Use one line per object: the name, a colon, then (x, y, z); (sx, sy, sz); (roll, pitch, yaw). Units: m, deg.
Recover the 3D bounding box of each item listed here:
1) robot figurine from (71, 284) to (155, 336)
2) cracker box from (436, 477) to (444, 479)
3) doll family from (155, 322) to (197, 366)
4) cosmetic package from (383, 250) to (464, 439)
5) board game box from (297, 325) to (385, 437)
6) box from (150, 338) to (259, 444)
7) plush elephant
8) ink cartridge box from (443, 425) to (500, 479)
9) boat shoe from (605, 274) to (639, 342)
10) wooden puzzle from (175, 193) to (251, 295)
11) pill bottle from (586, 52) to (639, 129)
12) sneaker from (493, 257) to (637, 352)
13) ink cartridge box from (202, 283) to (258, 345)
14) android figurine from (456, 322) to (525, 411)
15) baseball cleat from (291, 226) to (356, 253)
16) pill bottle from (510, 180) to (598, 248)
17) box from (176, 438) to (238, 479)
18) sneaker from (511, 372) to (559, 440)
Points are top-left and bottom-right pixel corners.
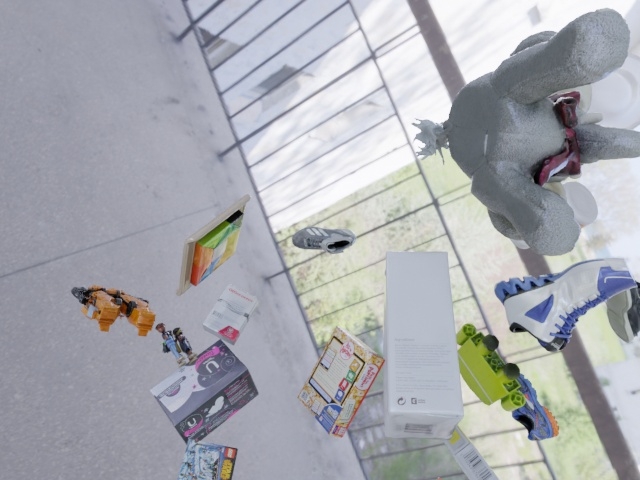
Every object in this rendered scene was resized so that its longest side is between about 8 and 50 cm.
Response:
robot figurine: (-0.581, 0.189, 1.429); (0.211, 0.291, 0.085); (17, 86, -35)
cracker box: (0.225, 0.534, 0.844); (0.156, 0.067, 0.232); (-44, 112, -22)
doll family: (-0.383, 0.273, 1.353); (0.076, 0.193, 0.111); (-25, 76, -25)
cosmetic package: (0.223, 0.236, 1.174); (0.217, 0.156, 0.385); (82, 11, -57)
board game box: (0.042, 0.310, 1.134); (0.045, 0.193, 0.147); (28, 2, -36)
box: (-0.334, 0.437, 1.481); (0.247, 0.163, 0.142); (-34, 136, -25)
plush elephant: (0.322, -0.140, 0.721); (0.255, 0.330, 0.272); (-2, 102, -24)
ink cartridge box: (0.408, 0.595, 1.381); (0.303, 0.072, 0.307); (52, 2, -10)
boat shoe: (0.959, 0.178, 1.576); (0.340, 0.113, 0.127); (59, 1, -29)
wooden puzzle: (-0.260, 0.017, 1.262); (0.044, 0.239, 0.221); (37, 46, 8)
pill bottle: (0.801, -0.387, 1.496); (0.224, 0.224, 0.392); (67, 15, 4)
sneaker: (0.578, 0.165, 1.201); (0.127, 0.315, 0.182); (26, 55, -43)
ink cartridge box: (-0.273, 0.226, 1.560); (0.109, 0.063, 0.150); (27, 63, 7)
android figurine: (0.447, 0.349, 1.380); (0.248, 0.056, 0.273); (57, -15, 25)
baseball cleat: (0.000, 0.000, 1.508); (0.109, 0.206, 0.072); (-50, 131, -64)
pill bottle: (0.796, -0.079, 1.777); (0.162, 0.278, 0.162); (11, 64, -23)
box: (-0.204, 0.424, 0.893); (0.094, 0.027, 0.137); (13, 37, -5)
sneaker: (0.561, 0.453, 1.417); (0.083, 0.087, 0.221); (87, -22, -50)
